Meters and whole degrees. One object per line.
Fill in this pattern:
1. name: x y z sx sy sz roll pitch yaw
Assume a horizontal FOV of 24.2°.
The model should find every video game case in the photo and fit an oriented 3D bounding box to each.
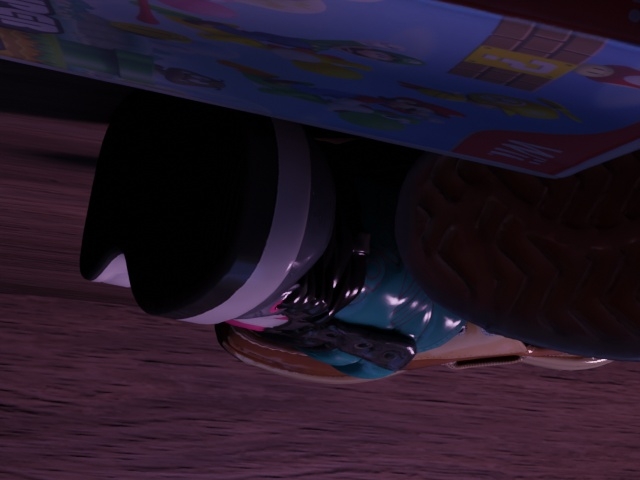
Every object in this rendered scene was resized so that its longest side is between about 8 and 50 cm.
1. video game case: -0.046 -0.066 0.397 0.285 0.025 0.204 12 176 -5

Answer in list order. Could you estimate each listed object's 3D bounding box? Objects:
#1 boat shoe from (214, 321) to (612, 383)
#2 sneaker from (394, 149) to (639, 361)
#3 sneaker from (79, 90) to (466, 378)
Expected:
1. boat shoe: 0.094 0.026 0.968 0.324 0.122 0.120 -2 171 -22
2. sneaker: 0.184 -0.003 0.567 0.302 0.108 0.121 -3 169 23
3. sneaker: 0.000 0.000 0.675 0.178 0.124 0.295 11 179 -17
